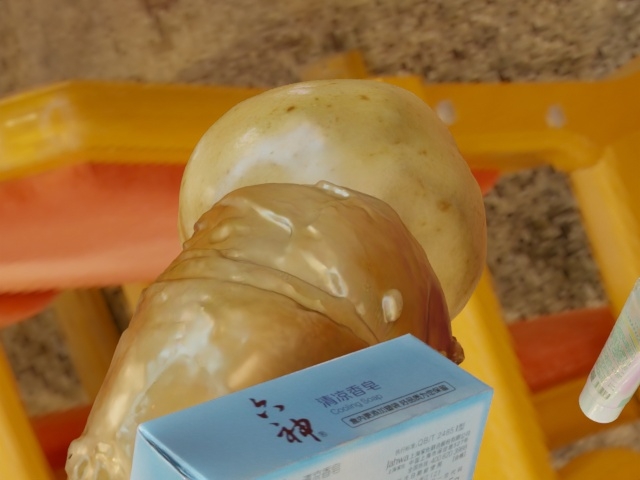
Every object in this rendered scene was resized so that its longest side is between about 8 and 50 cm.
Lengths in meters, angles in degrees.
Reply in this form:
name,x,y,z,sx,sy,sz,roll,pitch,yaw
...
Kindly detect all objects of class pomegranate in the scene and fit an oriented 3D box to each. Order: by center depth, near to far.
name,x,y,z,sx,sy,sz,roll,pitch,yaw
pomegranate,0.000,0.000,1.811,0.319,0.319,0.319,15,115,35

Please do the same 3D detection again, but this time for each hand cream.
name,x,y,z,sx,sy,sz,roll,pitch,yaw
hand cream,0.311,0.121,1.930,0.174,0.047,0.076,106,152,-48

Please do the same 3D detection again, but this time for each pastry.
name,x,y,z,sx,sy,sz,roll,pitch,yaw
pastry,-0.030,0.156,1.431,0.245,0.409,0.409,23,121,12

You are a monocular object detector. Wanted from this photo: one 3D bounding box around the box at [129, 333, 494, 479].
name,x,y,z,sx,sy,sz,roll,pitch,yaw
box,-0.009,0.159,1.152,0.083,0.232,0.142,35,126,38
